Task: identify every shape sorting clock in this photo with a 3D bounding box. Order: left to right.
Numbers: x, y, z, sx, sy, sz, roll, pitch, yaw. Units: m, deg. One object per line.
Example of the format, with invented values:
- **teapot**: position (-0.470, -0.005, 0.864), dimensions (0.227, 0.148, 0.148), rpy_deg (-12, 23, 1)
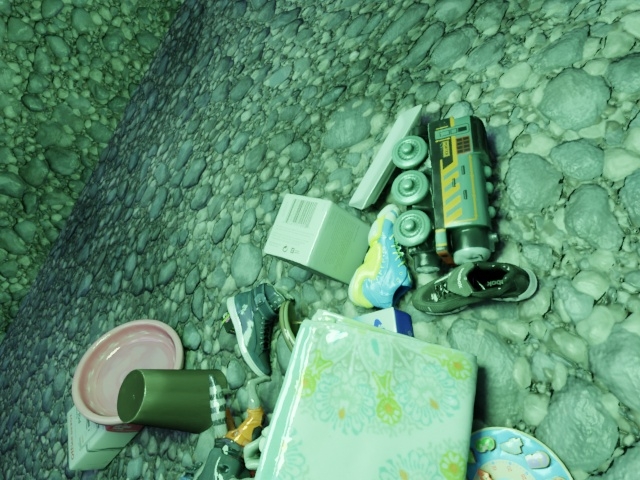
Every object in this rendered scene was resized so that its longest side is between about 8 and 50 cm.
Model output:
- **shape sorting clock**: position (0.292, 0.404, 0.682), dimensions (0.206, 0.040, 0.206), rpy_deg (-18, 60, 35)

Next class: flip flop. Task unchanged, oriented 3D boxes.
- **flip flop**: position (-0.023, 0.252, 0.995), dimensions (0.080, 0.112, 0.277), rpy_deg (-28, 48, -3)

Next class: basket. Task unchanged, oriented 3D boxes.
- **basket**: position (-0.398, 0.418, 1.153), dimensions (0.204, 0.227, 0.154), rpy_deg (-48, 47, 15)

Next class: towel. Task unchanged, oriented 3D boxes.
- **towel**: position (0.078, 0.324, 0.715), dimensions (0.320, 0.090, 0.374), rpy_deg (14, 65, 9)

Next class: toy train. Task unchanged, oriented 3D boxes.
- **toy train**: position (0.252, -0.099, 0.887), dimensions (0.190, 0.142, 0.334), rpy_deg (-10, 65, 28)

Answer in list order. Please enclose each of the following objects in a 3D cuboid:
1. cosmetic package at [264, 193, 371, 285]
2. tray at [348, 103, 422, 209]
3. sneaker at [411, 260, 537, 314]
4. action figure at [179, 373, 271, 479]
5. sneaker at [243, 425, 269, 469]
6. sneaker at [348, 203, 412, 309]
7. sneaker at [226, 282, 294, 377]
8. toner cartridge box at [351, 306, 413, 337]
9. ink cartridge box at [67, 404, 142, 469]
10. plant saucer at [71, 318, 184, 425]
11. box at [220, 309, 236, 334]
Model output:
- **cosmetic package**: position (0.000, 0.000, 1.021), dimensions (0.151, 0.183, 0.151), rpy_deg (14, 80, 44)
- **tray**: position (0.159, -0.191, 1.044), dimensions (0.270, 0.030, 0.145), rpy_deg (-60, 13, 2)
- **sneaker**: position (0.264, 0.082, 0.806), dimensions (0.234, 0.106, 0.078), rpy_deg (-17, 59, 35)
- **action figure**: position (-0.249, 0.505, 1.025), dimensions (0.341, 0.178, 0.330), rpy_deg (-20, 49, 30)
- **sneaker**: position (-0.043, 0.388, 0.849), dimensions (0.292, 0.118, 0.110), rpy_deg (-46, 41, 32)
- **sneaker**: position (0.157, 0.043, 0.949), dimensions (0.126, 0.091, 0.240), rpy_deg (19, 83, 26)
- **sneaker**: position (-0.131, 0.218, 1.107), dimensions (0.163, 0.086, 0.226), rpy_deg (-25, 76, 9)
- **toner cartridge box**: position (0.113, 0.322, 0.853), dimensions (0.165, 0.075, 0.348), rpy_deg (-23, 57, 32)
- **ink cartridge box**: position (-0.696, 0.575, 1.419), dimensions (0.283, 0.117, 0.207), rpy_deg (-46, 48, 15)
- **plant saucer**: position (-0.571, 0.401, 1.328), dimensions (0.332, 0.084, 0.332), rpy_deg (-5, 48, 6)
- **box**: position (-0.228, 0.214, 1.218), dimensions (0.083, 0.052, 0.062), rpy_deg (-49, 46, 12)
